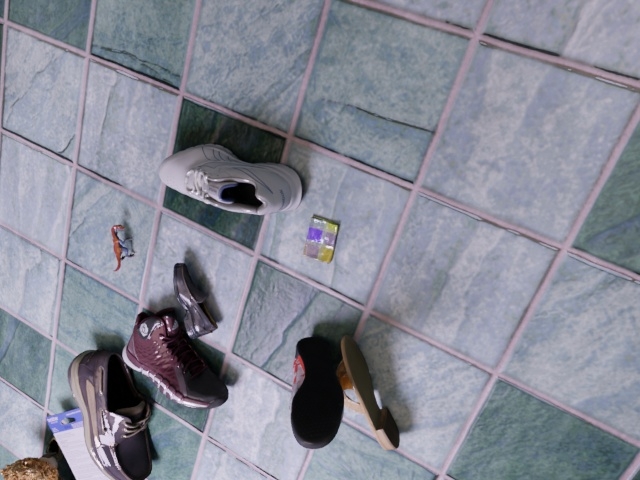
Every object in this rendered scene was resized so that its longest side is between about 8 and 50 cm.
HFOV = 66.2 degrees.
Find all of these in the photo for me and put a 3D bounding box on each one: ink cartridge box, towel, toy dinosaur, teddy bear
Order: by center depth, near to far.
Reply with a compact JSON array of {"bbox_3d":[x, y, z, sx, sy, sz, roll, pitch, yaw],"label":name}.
[{"bbox_3d":[0.000,0.000,0.923,0.060,0.009,0.083,21,111,18],"label":"towel"},{"bbox_3d":[-0.446,0.008,1.093,0.047,0.090,0.082,-7,133,10],"label":"toy dinosaur"},{"bbox_3d":[-0.597,0.582,1.316,0.186,0.065,0.310,-22,97,28],"label":"ink cartridge box"},{"bbox_3d":[-0.731,0.720,1.368,0.337,0.113,0.245,56,145,-10],"label":"teddy bear"}]

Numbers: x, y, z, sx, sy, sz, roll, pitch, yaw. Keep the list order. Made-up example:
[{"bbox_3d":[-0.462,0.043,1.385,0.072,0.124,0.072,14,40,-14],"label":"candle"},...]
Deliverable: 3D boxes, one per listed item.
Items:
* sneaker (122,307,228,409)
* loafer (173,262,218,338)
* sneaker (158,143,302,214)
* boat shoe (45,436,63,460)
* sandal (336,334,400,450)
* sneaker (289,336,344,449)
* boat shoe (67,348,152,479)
[{"bbox_3d":[-0.315,0.244,1.077,0.282,0.106,0.162,22,109,18],"label":"sneaker"},{"bbox_3d":[-0.269,0.125,1.056,0.061,0.062,0.169,-14,102,4],"label":"loafer"},{"bbox_3d":[-0.185,-0.112,0.908,0.297,0.129,0.110,11,110,22],"label":"sneaker"},{"bbox_3d":[-0.756,0.590,1.396,0.050,0.045,0.135,35,115,12],"label":"boat shoe"},{"bbox_3d":[0.064,0.301,0.933,0.079,0.088,0.239,-23,99,23],"label":"sandal"},{"bbox_3d":[-0.011,0.306,0.880,0.090,0.270,0.144,2,113,-4],"label":"sneaker"},{"bbox_3d":[-0.491,0.430,1.189,0.130,0.132,0.355,-18,97,27],"label":"boat shoe"}]
